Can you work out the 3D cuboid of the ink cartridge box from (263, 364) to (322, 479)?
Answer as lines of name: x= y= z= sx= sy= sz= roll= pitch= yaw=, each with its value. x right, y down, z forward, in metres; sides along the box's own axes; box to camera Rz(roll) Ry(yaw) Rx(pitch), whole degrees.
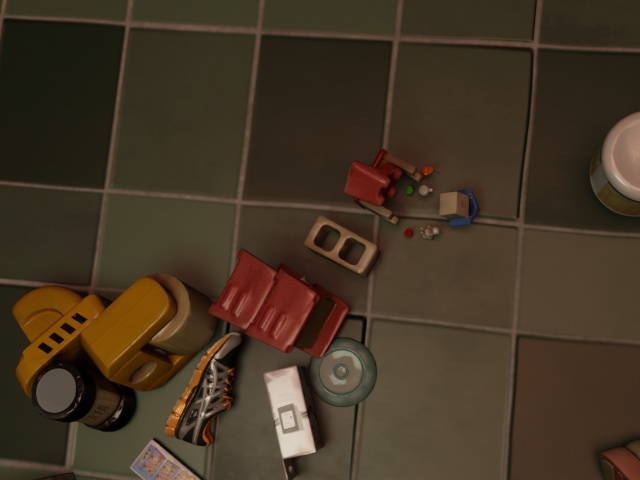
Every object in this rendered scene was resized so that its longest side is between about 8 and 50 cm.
ink cartridge box: x=-0.040 y=0.302 z=1.633 sx=0.060 sy=0.104 sz=0.180 roll=-14 pitch=81 yaw=4

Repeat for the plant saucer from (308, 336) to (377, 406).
plant saucer: x=0.036 y=0.224 z=1.676 sx=0.119 sy=0.021 sz=0.119 roll=-1 pitch=82 yaw=8

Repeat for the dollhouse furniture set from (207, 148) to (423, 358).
dollhouse furniture set: x=0.000 y=0.000 z=1.609 sx=0.152 sy=0.201 sz=0.374 roll=29 pitch=88 yaw=19

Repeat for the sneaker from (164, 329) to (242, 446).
sneaker: x=-0.182 y=0.252 z=1.675 sx=0.083 sy=0.084 sz=0.215 roll=29 pitch=95 yaw=7

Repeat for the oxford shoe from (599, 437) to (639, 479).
oxford shoe: x=0.571 y=0.401 z=1.423 sx=0.146 sy=0.397 sz=0.140 roll=-25 pitch=122 yaw=-9

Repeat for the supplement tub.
supplement tub: x=0.511 y=-0.117 z=1.573 sx=0.144 sy=0.199 sz=0.144 roll=-1 pitch=82 yaw=7

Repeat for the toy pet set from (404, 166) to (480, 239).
toy pet set: x=0.209 y=-0.063 z=1.689 sx=0.114 sy=0.065 sz=0.122 roll=-6 pitch=76 yaw=42

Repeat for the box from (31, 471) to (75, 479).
box: x=-0.540 y=0.563 z=1.625 sx=0.290 sy=0.177 sz=0.279 roll=-18 pitch=79 yaw=4

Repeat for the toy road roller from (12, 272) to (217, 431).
toy road roller: x=-0.366 y=0.150 z=1.656 sx=0.329 sy=0.202 sz=0.240 roll=-41 pitch=68 yaw=1

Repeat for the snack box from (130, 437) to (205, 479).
snack box: x=-0.239 y=0.420 z=1.683 sx=0.178 sy=0.022 sz=0.064 roll=37 pitch=89 yaw=11
